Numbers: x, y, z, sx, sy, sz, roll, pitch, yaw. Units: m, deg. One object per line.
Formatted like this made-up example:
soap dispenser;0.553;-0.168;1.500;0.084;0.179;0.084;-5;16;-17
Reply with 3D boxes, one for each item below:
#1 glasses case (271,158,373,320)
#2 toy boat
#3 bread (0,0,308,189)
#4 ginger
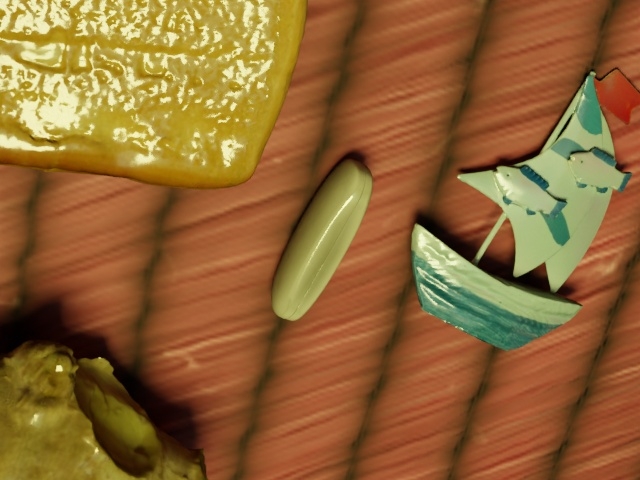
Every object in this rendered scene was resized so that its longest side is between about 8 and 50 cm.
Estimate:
glasses case;0.000;0.000;0.625;0.021;0.032;0.083;22;110;-21
toy boat;0.111;-0.008;0.663;0.149;0.034;0.105;-42;119;-6
bread;-0.107;-0.089;0.518;0.200;0.077;0.116;5;118;-17
ginger;-0.133;0.123;0.612;0.157;0.102;0.216;-43;122;17
